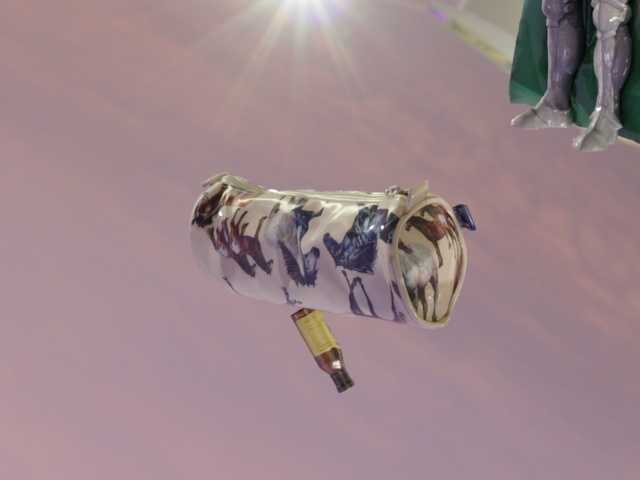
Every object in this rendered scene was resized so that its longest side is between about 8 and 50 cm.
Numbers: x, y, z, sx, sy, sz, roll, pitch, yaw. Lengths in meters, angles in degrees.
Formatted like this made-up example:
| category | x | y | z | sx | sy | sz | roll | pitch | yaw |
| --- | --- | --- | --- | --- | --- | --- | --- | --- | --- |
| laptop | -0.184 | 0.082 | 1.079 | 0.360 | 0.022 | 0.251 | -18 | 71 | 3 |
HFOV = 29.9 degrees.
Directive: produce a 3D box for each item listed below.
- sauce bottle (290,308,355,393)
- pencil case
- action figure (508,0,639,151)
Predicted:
| category | x | y | z | sx | sy | sz | roll | pitch | yaw |
| --- | --- | --- | --- | --- | --- | --- | --- | --- | --- |
| sauce bottle | 0.005 | 0.149 | 1.651 | 0.128 | 0.042 | 0.042 | 61 | -162 | -1 |
| pencil case | 0.000 | 0.000 | 1.580 | 0.410 | 0.183 | 0.160 | 7 | -166 | 43 |
| action figure | 0.144 | -0.166 | 0.625 | 0.063 | 0.232 | 0.137 | -13 | -155 | -35 |
